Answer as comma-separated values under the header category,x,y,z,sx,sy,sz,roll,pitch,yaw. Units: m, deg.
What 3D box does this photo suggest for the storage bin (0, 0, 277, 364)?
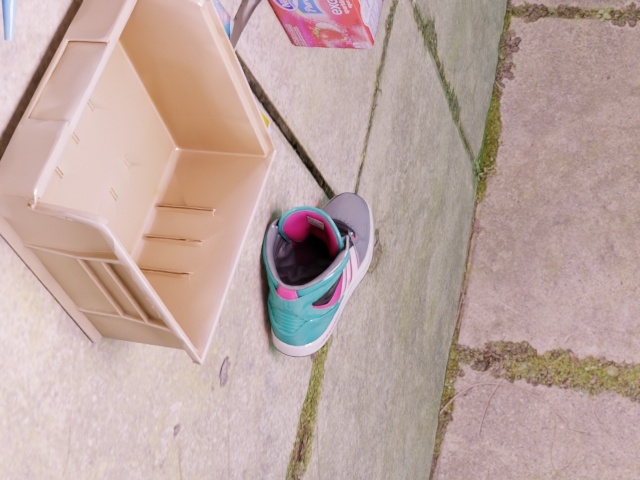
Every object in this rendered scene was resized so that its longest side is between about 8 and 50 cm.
category,x,y,z,sx,sy,sz,roll,pitch,yaw
storage bin,-0.165,-0.065,0.992,0.260,0.123,0.262,68,34,-54

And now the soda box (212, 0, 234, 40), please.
category,x,y,z,sx,sy,sz,roll,pitch,yaw
soda box,-0.152,-0.243,1.064,0.183,0.062,0.058,47,53,-65

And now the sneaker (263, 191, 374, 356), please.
category,x,y,z,sx,sy,sz,roll,pitch,yaw
sneaker,0.000,0.000,1.494,0.178,0.123,0.296,87,20,-50

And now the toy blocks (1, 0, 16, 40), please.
category,x,y,z,sx,sy,sz,roll,pitch,yaw
toy blocks,-0.239,-0.234,0.836,0.123,0.054,0.148,-22,116,-68

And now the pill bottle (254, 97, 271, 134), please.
category,x,y,z,sx,sy,sz,roll,pitch,yaw
pill bottle,-0.088,-0.151,1.300,0.083,0.043,0.043,47,51,-64

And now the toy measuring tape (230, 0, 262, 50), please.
category,x,y,z,sx,sy,sz,roll,pitch,yaw
toy measuring tape,-0.012,-0.317,1.177,0.330,0.121,0.121,-60,174,30

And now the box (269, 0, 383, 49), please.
category,x,y,z,sx,sy,sz,roll,pitch,yaw
box,-0.004,-0.368,1.358,0.257,0.122,0.128,52,46,-63
